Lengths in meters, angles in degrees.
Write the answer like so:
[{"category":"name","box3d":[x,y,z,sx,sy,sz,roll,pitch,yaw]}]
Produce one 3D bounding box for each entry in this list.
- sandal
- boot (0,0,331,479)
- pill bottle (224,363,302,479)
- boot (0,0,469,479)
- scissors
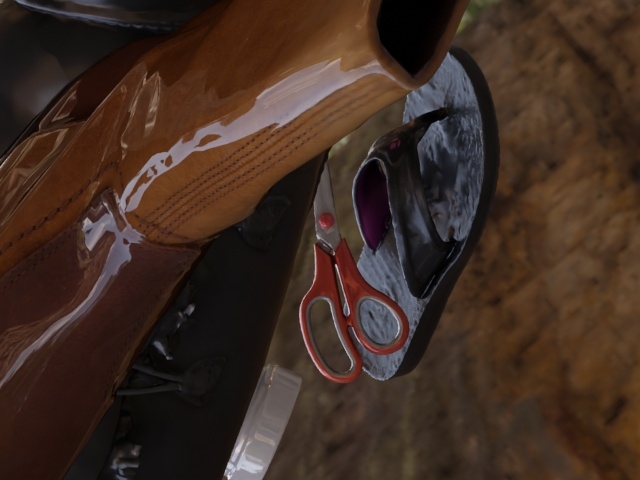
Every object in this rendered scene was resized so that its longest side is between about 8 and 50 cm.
[{"category":"sandal","box3d":[0.097,-0.012,1.671,0.107,0.446,0.167,-10,-141,-33]},{"category":"boot","box3d":[-0.169,-0.028,0.649,0.367,0.445,0.146,18,-162,-24]},{"category":"pill bottle","box3d":[-0.151,0.090,1.053,0.264,0.146,0.146,24,-172,-2]},{"category":"boot","box3d":[-0.049,0.005,0.432,0.096,0.280,0.264,45,-128,-15]},{"category":"scissors","box3d":[0.000,0.000,1.499,0.021,0.109,0.297,-18,-94,-87]}]
